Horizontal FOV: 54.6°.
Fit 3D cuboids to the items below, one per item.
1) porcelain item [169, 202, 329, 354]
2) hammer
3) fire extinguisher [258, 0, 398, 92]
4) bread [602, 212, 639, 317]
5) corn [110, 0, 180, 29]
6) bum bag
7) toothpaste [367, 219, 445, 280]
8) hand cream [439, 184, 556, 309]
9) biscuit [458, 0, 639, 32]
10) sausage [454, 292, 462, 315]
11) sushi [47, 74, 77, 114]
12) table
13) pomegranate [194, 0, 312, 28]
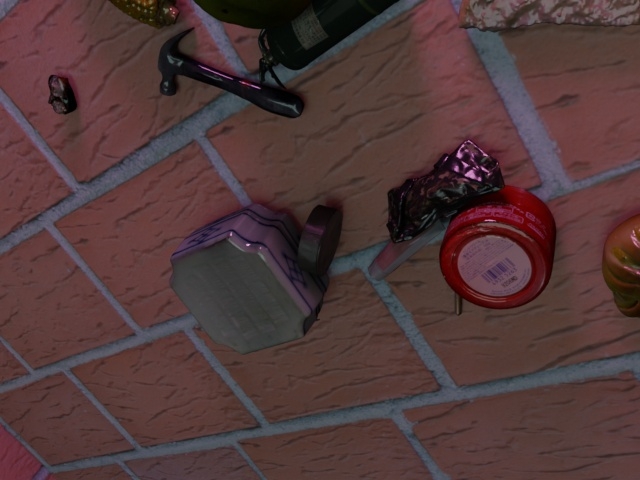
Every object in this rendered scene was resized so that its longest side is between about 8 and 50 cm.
[{"bbox_3d":[-0.145,0.082,1.299,0.281,0.157,0.286,-23,111,32],"label":"porcelain item"},{"bbox_3d":[-0.161,-0.289,1.120,0.289,0.037,0.137,21,131,10],"label":"hammer"},{"bbox_3d":[-0.009,-0.342,0.982,0.294,0.093,0.118,-25,92,36],"label":"fire extinguisher"},{"bbox_3d":[0.562,0.052,1.000,0.213,0.105,0.214,10,124,15],"label":"bread"},{"bbox_3d":[-0.343,-0.455,1.046,0.261,0.097,0.097,39,130,0],"label":"corn"},{"bbox_3d":[0.202,-0.084,1.073,0.069,0.102,0.248,27,137,-37],"label":"bum bag"},{"bbox_3d":[0.160,0.008,1.185,0.194,0.042,0.067,-48,61,39],"label":"toothpaste"},{"bbox_3d":[0.306,0.013,1.071,0.193,0.125,0.193,13,127,18],"label":"hand cream"},{"bbox_3d":[0.318,-0.358,0.860,0.249,0.032,0.133,6,126,21],"label":"biscuit"},{"bbox_3d":[0.273,0.111,1.225,0.015,0.015,0.100,5,125,21],"label":"sausage"},{"bbox_3d":[-0.529,-0.297,1.272,0.045,0.044,0.083,14,130,16],"label":"sushi"},{"bbox_3d":[0.000,0.000,1.190,0.043,0.133,0.134,17,128,15],"label":"table"},{"bbox_3d":[-0.084,-0.450,0.860,0.235,0.236,0.302,28,110,3],"label":"pomegranate"}]
